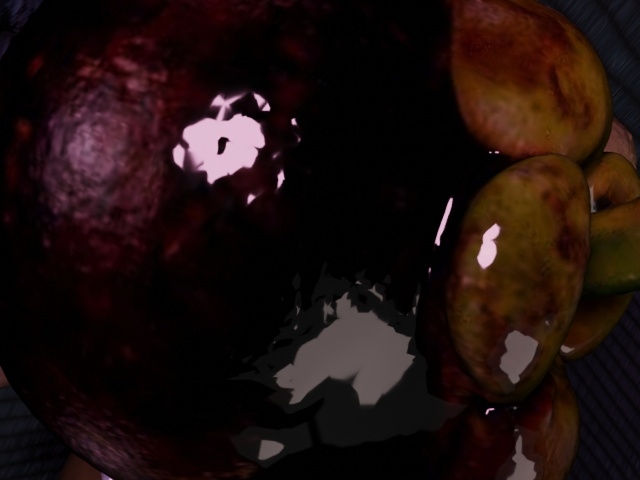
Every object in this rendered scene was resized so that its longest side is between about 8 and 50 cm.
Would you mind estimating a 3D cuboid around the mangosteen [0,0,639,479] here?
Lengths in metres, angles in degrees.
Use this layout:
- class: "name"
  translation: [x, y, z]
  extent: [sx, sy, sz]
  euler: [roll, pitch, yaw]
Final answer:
- class: "mangosteen"
  translation: [-0.006, 0.003, 0.477]
  extent: [0.297, 0.313, 0.297]
  euler: [-40, 170, -8]

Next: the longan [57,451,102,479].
- class: "longan"
  translation: [-0.138, 0.260, 0.996]
  extent: [0.258, 0.258, 0.258]
  euler: [-31, 161, -12]

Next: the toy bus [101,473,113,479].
- class: "toy bus"
  translation: [-0.051, 0.100, 0.733]
  extent: [0.232, 0.197, 0.294]
  euler: [-10, -163, -14]

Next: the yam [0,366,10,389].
- class: "yam"
  translation: [-0.304, 0.101, 0.621]
  extent: [0.264, 0.046, 0.046]
  euler: [-11, 149, -49]

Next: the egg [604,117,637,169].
- class: "egg"
  translation: [0.270, -0.081, 1.041]
  extent: [0.118, 0.116, 0.140]
  euler: [-57, 158, -5]
